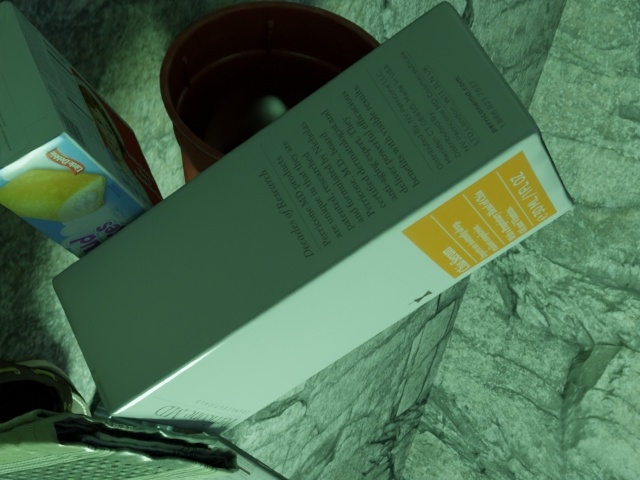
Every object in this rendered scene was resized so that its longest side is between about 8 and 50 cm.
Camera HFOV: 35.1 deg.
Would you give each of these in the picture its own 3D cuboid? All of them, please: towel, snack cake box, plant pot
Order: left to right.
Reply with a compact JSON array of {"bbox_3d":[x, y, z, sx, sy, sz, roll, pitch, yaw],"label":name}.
[{"bbox_3d":[-0.286,0.219,1.027,0.312,0.324,0.056,33,49,-58],"label":"towel"},{"bbox_3d":[-0.238,-0.081,0.946,0.089,0.152,0.264,-30,156,3],"label":"snack cake box"},{"bbox_3d":[-0.056,-0.100,1.233,0.272,0.272,0.265,-48,161,-32],"label":"plant pot"}]

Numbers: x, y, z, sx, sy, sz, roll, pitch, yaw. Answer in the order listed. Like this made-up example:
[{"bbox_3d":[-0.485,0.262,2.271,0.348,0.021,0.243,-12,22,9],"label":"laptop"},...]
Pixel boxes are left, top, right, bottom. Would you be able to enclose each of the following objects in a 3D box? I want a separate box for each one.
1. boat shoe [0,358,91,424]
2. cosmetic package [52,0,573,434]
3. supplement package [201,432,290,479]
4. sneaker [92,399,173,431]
[{"bbox_3d":[-0.338,0.189,1.132,0.116,0.097,0.324,-57,157,-10],"label":"boat shoe"},{"bbox_3d":[0.000,0.000,0.987,0.453,0.161,0.230,-34,156,11],"label":"cosmetic package"},{"bbox_3d":[-0.134,0.412,1.592,0.145,0.204,0.262,-57,179,-10],"label":"supplement package"},{"bbox_3d":[-0.262,0.286,1.430,0.319,0.112,0.131,-67,173,27],"label":"sneaker"}]
